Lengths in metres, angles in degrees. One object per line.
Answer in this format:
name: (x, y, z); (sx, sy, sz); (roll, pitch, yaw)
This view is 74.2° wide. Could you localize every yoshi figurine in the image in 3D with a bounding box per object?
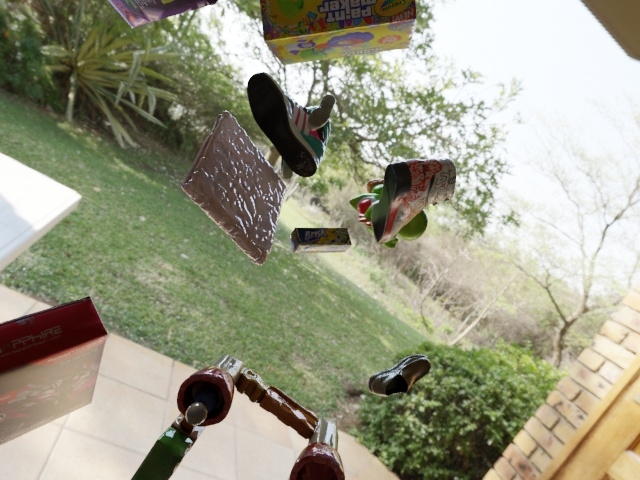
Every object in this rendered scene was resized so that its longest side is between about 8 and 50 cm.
yoshi figurine: (0.231, -0.082, 1.333); (0.203, 0.203, 0.362); (54, 11, -17)

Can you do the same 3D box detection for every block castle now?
block castle: (-0.188, 0.451, 0.702); (0.303, 0.453, 0.213); (35, 6, 2)

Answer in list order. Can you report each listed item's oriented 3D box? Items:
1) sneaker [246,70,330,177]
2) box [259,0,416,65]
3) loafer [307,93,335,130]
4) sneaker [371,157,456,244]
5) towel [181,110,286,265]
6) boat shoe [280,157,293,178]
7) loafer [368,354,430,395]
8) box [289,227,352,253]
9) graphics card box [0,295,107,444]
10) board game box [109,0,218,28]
sneaker: (-0.068, -0.337, 1.140); (0.295, 0.124, 0.178); (59, 38, -29)
box: (0.033, -0.533, 0.851); (0.290, 0.278, 0.177); (-5, 7, 8)
loafer: (0.002, -0.302, 1.025); (0.045, 0.125, 0.039); (28, -32, -1)
sneaker: (0.198, -0.077, 0.907); (0.270, 0.145, 0.090); (96, -17, -61)
towel: (-0.223, -0.145, 1.187); (0.331, 0.054, 0.316); (52, 36, -40)
boat shoe: (-0.102, -0.263, 1.349); (0.049, 0.136, 0.043); (4, 13, -12)
loafer: (0.168, 0.280, 0.858); (0.050, 0.148, 0.056); (26, -48, 61)
box: (0.000, 0.000, 1.210); (0.169, 0.054, 0.059); (0, 60, -26)
graphics card box: (-0.561, 0.269, 0.814); (0.233, 0.371, 0.094); (-19, 66, -43)
board game box: (-0.272, -0.405, 0.450); (0.208, 0.056, 0.347); (8, -27, 36)
